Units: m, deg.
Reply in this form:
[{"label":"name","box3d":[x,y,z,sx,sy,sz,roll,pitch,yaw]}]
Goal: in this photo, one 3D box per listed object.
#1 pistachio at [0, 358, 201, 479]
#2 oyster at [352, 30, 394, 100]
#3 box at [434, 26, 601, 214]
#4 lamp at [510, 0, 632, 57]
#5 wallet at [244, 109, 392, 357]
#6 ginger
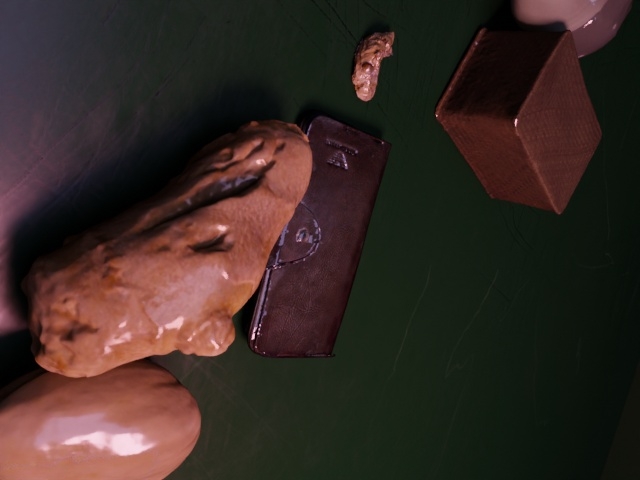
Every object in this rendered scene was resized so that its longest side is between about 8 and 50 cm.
[{"label":"pistachio","box3d":[-0.216,0.178,0.549,0.225,0.135,0.136,11,96,-42]},{"label":"oyster","box3d":[0.079,-0.231,0.754,0.080,0.038,0.083,-29,121,-36]},{"label":"box","box3d":[0.335,-0.193,0.935,0.273,0.143,0.184,40,76,-44]},{"label":"lamp","box3d":[0.362,-0.399,0.841,0.314,0.181,0.182,33,80,-57]},{"label":"wallet","box3d":[0.000,0.000,0.752,0.172,0.045,0.318,13,93,-46]},{"label":"ginger","box3d":[-0.123,-0.002,0.567,0.354,0.189,0.126,-51,161,-30]}]
